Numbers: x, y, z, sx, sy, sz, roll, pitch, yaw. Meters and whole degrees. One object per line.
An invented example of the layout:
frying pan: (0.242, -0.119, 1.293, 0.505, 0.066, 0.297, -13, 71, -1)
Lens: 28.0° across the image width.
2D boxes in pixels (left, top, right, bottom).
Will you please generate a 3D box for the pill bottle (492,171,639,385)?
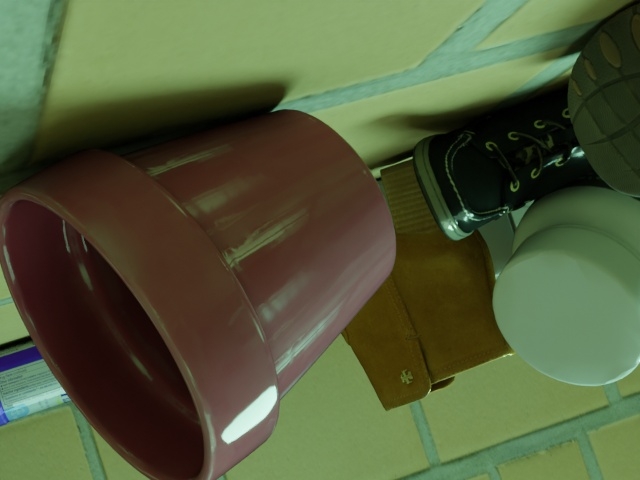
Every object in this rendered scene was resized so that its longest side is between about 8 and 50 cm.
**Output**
pill bottle: (0.270, -0.006, 1.154, 0.161, 0.161, 0.283, -24, -164, 43)

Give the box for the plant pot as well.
plant pot: (-0.062, 0.017, 0.760, 0.180, 0.201, 0.201, -33, -178, -29)

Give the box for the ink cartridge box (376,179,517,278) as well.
ink cartridge box: (0.126, -0.007, 1.312, 0.128, 0.127, 0.176, -18, 173, 2)

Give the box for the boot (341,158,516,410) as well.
boot: (0.025, 0.059, 1.193, 0.295, 0.211, 0.104, -19, 175, 31)

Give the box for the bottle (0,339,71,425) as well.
bottle: (-0.304, 0.154, 1.632, 0.283, 0.092, 0.118, -17, 173, -12)

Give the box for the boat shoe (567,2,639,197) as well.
boat shoe: (0.292, -0.118, 0.805, 0.130, 0.132, 0.355, -15, 174, -25)

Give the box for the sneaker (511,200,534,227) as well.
sneaker: (0.293, 0.000, 1.484, 0.365, 0.210, 0.137, -18, 174, -5)

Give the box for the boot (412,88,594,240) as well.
boot: (0.182, -0.079, 1.033, 0.178, 0.085, 0.236, -23, -178, 23)
